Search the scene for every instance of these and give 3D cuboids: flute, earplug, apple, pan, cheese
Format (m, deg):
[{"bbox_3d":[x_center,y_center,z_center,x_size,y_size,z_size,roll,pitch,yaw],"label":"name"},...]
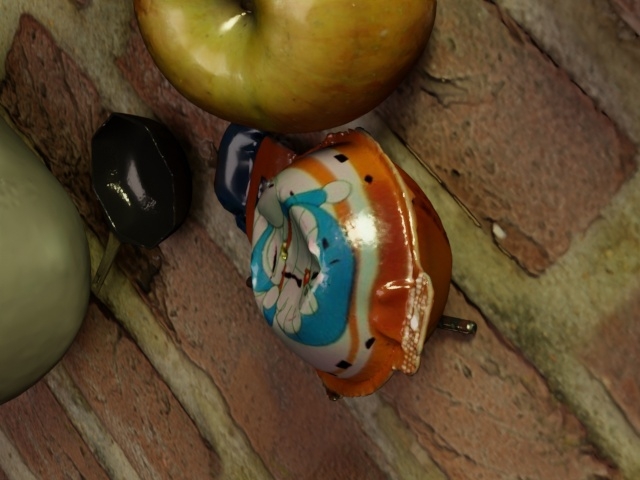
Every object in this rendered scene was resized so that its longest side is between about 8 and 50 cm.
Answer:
[{"bbox_3d":[0.028,0.054,1.115,0.269,0.014,0.014,10,112,45],"label":"flute"},{"bbox_3d":[-0.428,-0.006,1.358,0.394,0.312,0.312,44,132,25],"label":"earplug"},{"bbox_3d":[-0.022,-0.185,0.962,0.235,0.173,0.210,29,128,24],"label":"apple"},{"bbox_3d":[-0.188,-0.045,1.282,0.202,0.048,0.128,-37,76,46],"label":"pan"},{"bbox_3d":[0.000,0.000,1.043,0.329,0.129,0.217,43,129,52],"label":"cheese"}]
